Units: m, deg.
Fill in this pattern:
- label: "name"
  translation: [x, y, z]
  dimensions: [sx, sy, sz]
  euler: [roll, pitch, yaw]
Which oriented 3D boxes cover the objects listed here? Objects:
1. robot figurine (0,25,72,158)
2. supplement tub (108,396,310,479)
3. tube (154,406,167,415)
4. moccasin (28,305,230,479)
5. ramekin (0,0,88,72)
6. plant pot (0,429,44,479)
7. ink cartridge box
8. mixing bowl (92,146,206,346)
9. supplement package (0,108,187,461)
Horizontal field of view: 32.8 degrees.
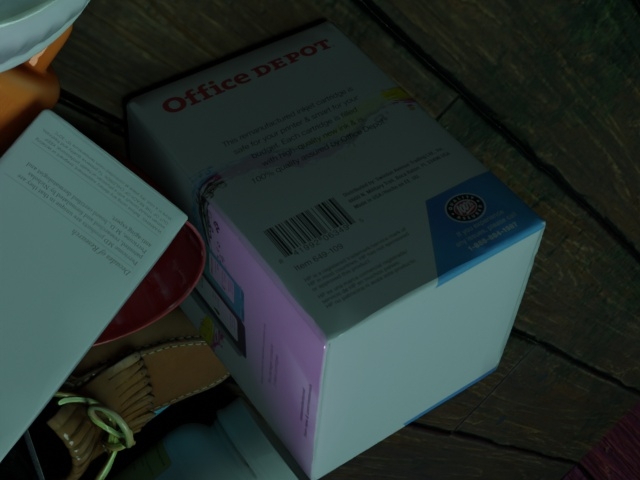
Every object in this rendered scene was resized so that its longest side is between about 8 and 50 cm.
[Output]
- label: "robot figurine"
  translation: [-0.245, -0.075, 0.647]
  dimensions: [0.219, 0.128, 0.158]
  euler: [-50, -173, 12]
- label: "supplement tub"
  translation: [-0.149, 0.339, 1.157]
  dimensions: [0.316, 0.228, 0.228]
  euler: [-38, 148, -5]
- label: "tube"
  translation: [-0.137, 0.125, 1.088]
  dimensions: [0.207, 0.052, 0.080]
  euler: [-41, 144, 8]
- label: "moccasin"
  translation: [-0.229, 0.154, 0.920]
  dimensions: [0.380, 0.147, 0.139]
  euler: [-14, 139, -38]
- label: "ramekin"
  translation: [-0.184, -0.176, 0.510]
  dimensions: [0.207, 0.109, 0.207]
  euler: [-5, 100, -26]
- label: "plant pot"
  translation: [-0.324, 0.110, 0.746]
  dimensions: [0.187, 0.167, 0.188]
  euler: [-27, 146, -24]
- label: "ink cartridge box"
  translation: [0.000, 0.000, 0.868]
  dimensions: [0.198, 0.270, 0.197]
  euler: [-26, 147, -24]
- label: "mixing bowl"
  translation: [-0.185, -0.007, 0.802]
  dimensions: [0.181, 0.098, 0.181]
  euler: [-16, 149, -10]
- label: "supplement package"
  translation: [-0.177, 0.034, 0.628]
  dimensions: [0.179, 0.105, 0.105]
  euler: [-55, -172, -23]
